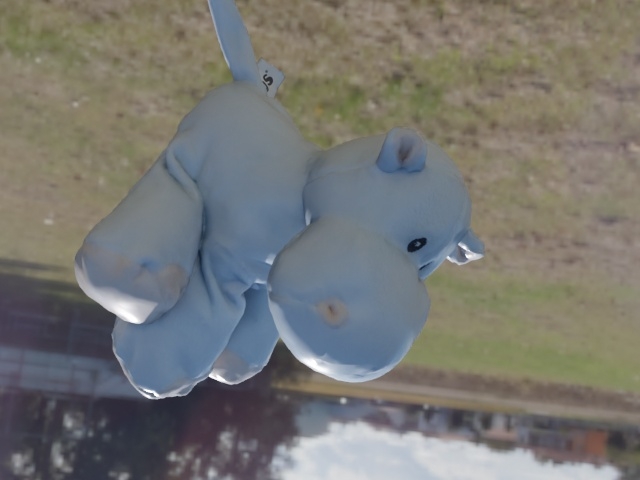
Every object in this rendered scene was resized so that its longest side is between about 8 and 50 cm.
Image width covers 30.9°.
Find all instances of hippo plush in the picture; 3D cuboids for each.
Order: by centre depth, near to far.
[{"bbox_3d":[0.000,0.000,0.845,0.237,0.294,0.234,12,155,28],"label":"hippo plush"}]
